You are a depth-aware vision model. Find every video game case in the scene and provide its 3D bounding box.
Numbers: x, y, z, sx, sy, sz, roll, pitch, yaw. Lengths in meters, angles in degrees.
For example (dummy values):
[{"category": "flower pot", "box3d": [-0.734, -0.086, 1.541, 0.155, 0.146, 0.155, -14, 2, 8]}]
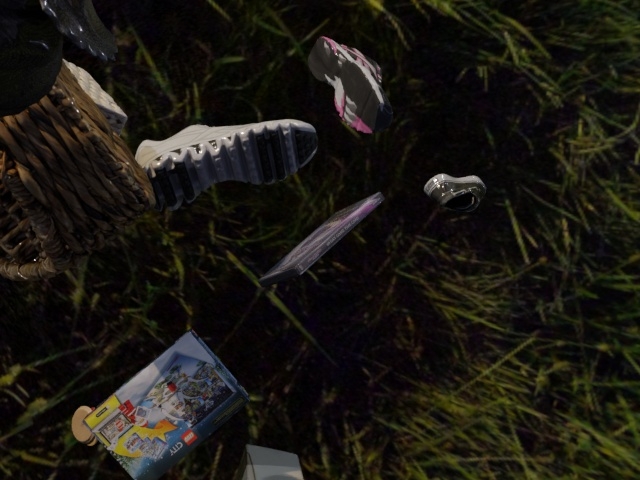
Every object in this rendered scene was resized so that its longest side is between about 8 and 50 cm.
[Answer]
[{"category": "video game case", "box3d": [0.000, 0.000, 1.460, 0.274, 0.196, 0.026, -40, 99, -29]}]

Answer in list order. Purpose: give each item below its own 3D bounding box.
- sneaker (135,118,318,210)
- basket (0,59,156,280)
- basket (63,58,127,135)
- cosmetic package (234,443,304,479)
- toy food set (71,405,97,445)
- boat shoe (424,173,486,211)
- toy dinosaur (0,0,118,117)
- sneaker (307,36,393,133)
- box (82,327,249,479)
[{"category": "sneaker", "box3d": [-0.148, -0.143, 1.044, 0.292, 0.118, 0.110, -15, 133, -15]}, {"category": "basket", "box3d": [-0.339, -0.097, 0.673, 0.223, 0.213, 0.299, -34, 114, -5]}, {"category": "basket", "box3d": [-0.343, -0.169, 0.878, 0.113, 0.167, 0.103, 20, 109, -51]}, {"category": "cosmetic package", "box3d": [-0.094, 0.488, 1.155, 0.113, 0.309, 0.160, 15, 90, -9]}, {"category": "toy food set", "box3d": [-0.517, 0.406, 1.477, 0.020, 0.083, 0.082, 9, 93, -56]}, {"category": "boat shoe", "box3d": [0.307, -0.094, 1.461, 0.219, 0.070, 0.078, -2, 138, -49]}, {"category": "toy dinosaur", "box3d": [-0.221, -0.115, 0.406, 0.160, 0.313, 0.121, 6, 72, -38]}, {"category": "sneaker", "box3d": [0.056, -0.211, 0.884, 0.077, 0.178, 0.072, -3, 140, -32]}, {"category": "box", "box3d": [-0.260, 0.286, 1.143, 0.233, 0.044, 0.159, -40, 97, -4]}]
